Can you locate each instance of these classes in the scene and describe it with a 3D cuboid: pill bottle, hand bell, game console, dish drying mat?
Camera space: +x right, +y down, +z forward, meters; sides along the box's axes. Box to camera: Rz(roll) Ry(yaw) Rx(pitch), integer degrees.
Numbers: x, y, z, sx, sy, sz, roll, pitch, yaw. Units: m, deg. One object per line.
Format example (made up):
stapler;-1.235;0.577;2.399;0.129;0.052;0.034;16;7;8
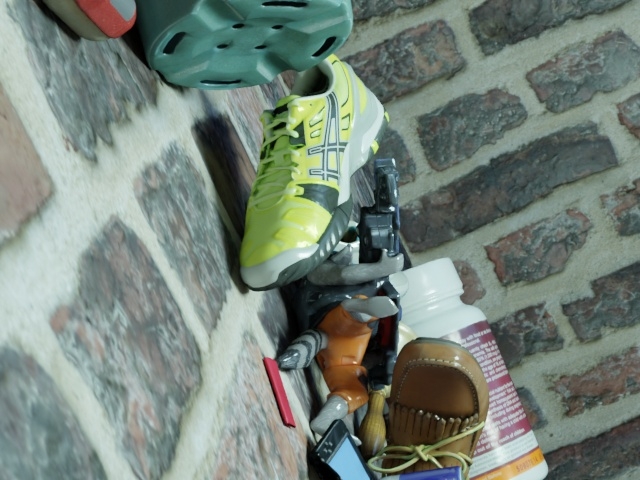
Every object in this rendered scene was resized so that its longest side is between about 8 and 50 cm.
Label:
pill bottle;0.202;0.243;2.063;0.224;0.224;0.392;19;49;-79
hand bell;0.084;0.238;1.845;0.242;0.126;0.126;-80;148;-54
game console;0.044;0.286;1.464;0.107;0.071;0.122;-49;122;-43
dish drying mat;-0.047;0.175;1.435;0.032;0.008;0.083;46;23;-66

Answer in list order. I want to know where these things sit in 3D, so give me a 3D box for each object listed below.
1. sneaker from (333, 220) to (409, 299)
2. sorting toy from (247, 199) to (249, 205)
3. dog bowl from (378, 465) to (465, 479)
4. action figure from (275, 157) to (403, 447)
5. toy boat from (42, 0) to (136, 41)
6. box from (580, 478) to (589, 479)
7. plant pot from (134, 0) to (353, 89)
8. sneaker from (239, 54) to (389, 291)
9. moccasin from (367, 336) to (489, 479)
sneaker;0.056;0.030;1.856;0.229;0.092;0.087;21;22;-39
sorting toy;-0.082;-0.014;1.699;0.083;0.012;0.062;-99;164;-60
dog bowl;0.145;0.410;1.508;0.265;0.104;0.264;-12;90;-84
action figure;0.025;0.069;1.634;0.330;0.179;0.341;-102;-168;-73
toy boat;-0.215;-0.322;1.225;0.151;0.151;0.231;45;24;-69
box;0.406;0.528;1.898;0.184;0.103;0.261;-110;-171;-66
plant pot;-0.114;-0.386;1.528;0.341;0.341;0.334;42;34;-71
sneaker;-0.036;-0.092;1.579;0.147;0.145;0.384;52;38;-29
moccasin;0.137;0.276;1.645;0.147;0.139;0.380;-72;174;-46
